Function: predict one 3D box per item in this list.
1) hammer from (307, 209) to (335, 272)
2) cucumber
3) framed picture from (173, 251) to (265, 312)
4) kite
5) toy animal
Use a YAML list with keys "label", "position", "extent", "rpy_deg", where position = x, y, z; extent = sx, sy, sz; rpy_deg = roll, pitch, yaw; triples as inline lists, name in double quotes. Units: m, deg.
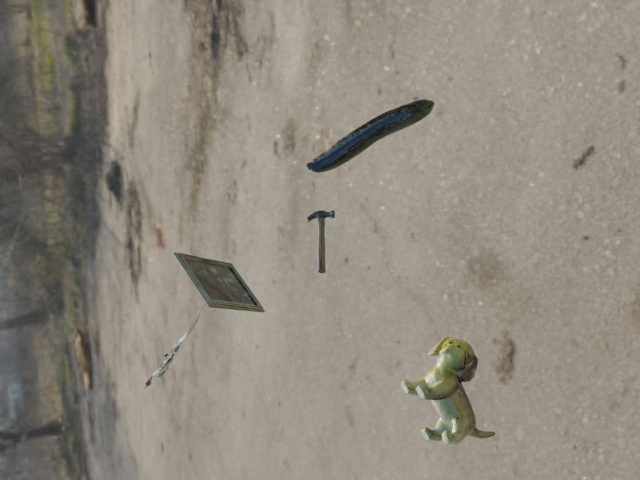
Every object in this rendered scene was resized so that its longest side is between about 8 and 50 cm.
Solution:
- label: "hammer"
  position: [0.000, 0.000, 1.523]
  extent: [0.017, 0.062, 0.182]
  rpy_deg: [88, -178, -45]
- label: "cucumber"
  position: [0.064, -0.138, 0.924]
  extent: [0.033, 0.184, 0.036]
  rpy_deg: [51, -168, -51]
- label: "framed picture"
  position: [-0.195, 0.083, 1.399]
  extent: [0.011, 0.183, 0.142]
  rpy_deg: [-47, 63, 15]
- label: "kite"
  position: [-0.249, 0.189, 1.180]
  extent: [0.141, 0.015, 0.245]
  rpy_deg: [-59, 9, -34]
- label: "toy animal"
  position: [0.278, 0.329, 1.542]
  extent: [0.121, 0.168, 0.233]
  rpy_deg: [142, 117, -66]
